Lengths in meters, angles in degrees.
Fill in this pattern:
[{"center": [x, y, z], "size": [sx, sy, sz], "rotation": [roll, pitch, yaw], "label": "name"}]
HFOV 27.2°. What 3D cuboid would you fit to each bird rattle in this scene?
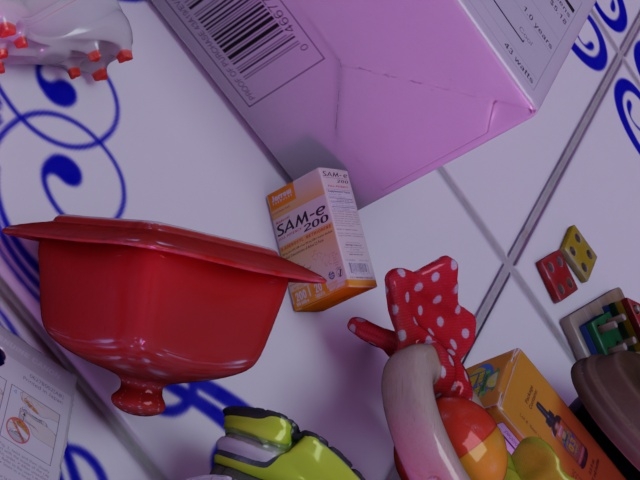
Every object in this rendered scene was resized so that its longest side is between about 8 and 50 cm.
[{"center": [0.105, 0.139, 0.973], "size": [0.207, 0.143, 0.253], "rotation": [-28, 98, -76], "label": "bird rattle"}]

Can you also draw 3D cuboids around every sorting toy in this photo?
[{"center": [0.313, 0.110, 1.354], "size": [0.132, 0.046, 0.274], "rotation": [-19, 84, -53], "label": "sorting toy"}]

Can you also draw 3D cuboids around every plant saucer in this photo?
[{"center": [0.338, 0.186, 1.148], "size": [0.278, 0.041, 0.278], "rotation": [32, 16, -11], "label": "plant saucer"}]

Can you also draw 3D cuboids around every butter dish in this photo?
[{"center": [-0.105, 0.052, 0.833], "size": [0.160, 0.160, 0.118], "rotation": [15, 82, -45], "label": "butter dish"}]

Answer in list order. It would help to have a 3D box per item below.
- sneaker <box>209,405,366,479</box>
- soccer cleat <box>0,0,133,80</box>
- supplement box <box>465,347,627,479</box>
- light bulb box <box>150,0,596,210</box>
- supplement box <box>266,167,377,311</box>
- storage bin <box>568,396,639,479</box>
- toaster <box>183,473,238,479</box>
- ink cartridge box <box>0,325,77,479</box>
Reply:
[{"center": [0.007, 0.238, 0.888], "size": [0.300, 0.111, 0.121], "rotation": [47, 66, -29], "label": "sneaker"}, {"center": [-0.203, -0.153, 0.882], "size": [0.196, 0.068, 0.076], "rotation": [-1, 65, -58], "label": "soccer cleat"}, {"center": [0.199, 0.205, 1.139], "size": [0.233, 0.080, 0.078], "rotation": [52, 38, -18], "label": "supplement box"}, {"center": [0.044, -0.277, 1.110], "size": [0.358, 0.225, 0.361], "rotation": [52, 38, -14], "label": "light bulb box"}, {"center": [0.000, 0.000, 1.032], "size": [0.036, 0.062, 0.098], "rotation": [3, 67, -48], "label": "supplement box"}, {"center": [0.282, 0.195, 1.229], "size": [0.135, 0.098, 0.091], "rotation": [40, 26, 9], "label": "storage bin"}, {"center": [-0.065, 0.240, 0.729], "size": [0.146, 0.227, 0.129], "rotation": [43, -2, -20], "label": "toaster"}, {"center": [-0.227, 0.118, 0.722], "size": [0.181, 0.056, 0.224], "rotation": [40, 25, -28], "label": "ink cartridge box"}]
